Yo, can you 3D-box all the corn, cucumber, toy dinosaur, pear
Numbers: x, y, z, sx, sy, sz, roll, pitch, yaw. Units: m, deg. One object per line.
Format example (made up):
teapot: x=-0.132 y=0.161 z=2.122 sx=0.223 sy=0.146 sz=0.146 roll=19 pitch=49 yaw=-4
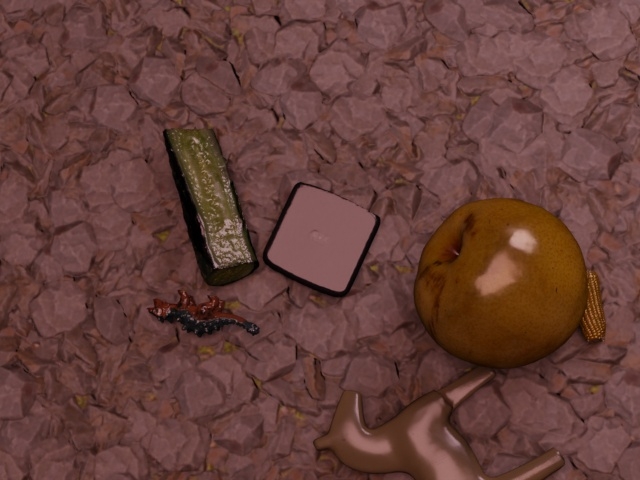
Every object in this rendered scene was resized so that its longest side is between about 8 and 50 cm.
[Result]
corn: x=0.338 y=0.083 z=1.562 sx=0.037 sy=0.037 sz=0.092 roll=-9 pitch=77 yaw=4
cucumber: x=-0.151 y=-0.047 z=1.630 sx=0.078 sy=0.062 sz=0.211 roll=-9 pitch=68 yaw=-31
toy dinosaur: x=-0.151 y=0.097 z=1.600 sx=0.154 sy=0.049 sz=0.055 roll=12 pitch=77 yaw=13
pear: x=0.224 y=0.056 z=1.500 sx=0.209 sy=0.209 sz=0.208 roll=-1 pitch=78 yaw=5

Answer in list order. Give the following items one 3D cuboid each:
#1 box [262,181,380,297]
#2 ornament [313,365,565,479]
box: x=0.000 y=0.000 z=1.620 sx=0.126 sy=0.027 sz=0.125 roll=24 pitch=84 yaw=9
ornament: x=0.137 y=0.252 z=1.534 sx=0.245 sy=0.061 sz=0.230 roll=-33 pitch=75 yaw=-5
